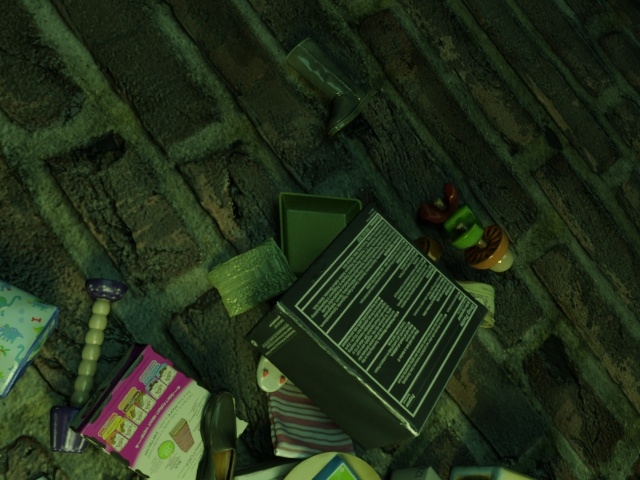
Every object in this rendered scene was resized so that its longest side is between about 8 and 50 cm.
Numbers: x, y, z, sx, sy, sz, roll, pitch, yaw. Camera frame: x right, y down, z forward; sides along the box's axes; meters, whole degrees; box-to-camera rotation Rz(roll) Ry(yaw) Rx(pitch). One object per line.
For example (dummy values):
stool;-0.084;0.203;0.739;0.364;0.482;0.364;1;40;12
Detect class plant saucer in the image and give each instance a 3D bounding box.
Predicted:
plant saucer;0.000;0.000;1.155;0.189;0.045;0.188;4;70;-21

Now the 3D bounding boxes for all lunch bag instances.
lunch bag;-0.503;0.150;0.860;0.129;0.096;0.151;29;53;-12

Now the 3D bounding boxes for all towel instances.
towel;-0.021;0.306;0.982;0.144;0.029;0.197;13;26;-17
towel;-0.129;0.071;1.060;0.148;0.027;0.110;-28;85;-5

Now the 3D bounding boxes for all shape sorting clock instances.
shape sorting clock;0.015;0.442;0.879;0.206;0.040;0.206;3;81;-22

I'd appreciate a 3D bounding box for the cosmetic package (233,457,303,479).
cosmetic package;-0.055;0.525;0.906;0.160;0.113;0.309;-3;72;-25

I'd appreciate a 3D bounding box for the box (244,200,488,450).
box;0.083;0.147;0.973;0.294;0.182;0.296;43;53;2

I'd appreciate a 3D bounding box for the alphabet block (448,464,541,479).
alphabet block;0.351;0.536;1.017;0.197;0.193;0.192;23;66;-6

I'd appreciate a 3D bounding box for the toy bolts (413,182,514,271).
toy bolts;0.303;0.008;1.237;0.158;0.218;0.228;37;28;-22

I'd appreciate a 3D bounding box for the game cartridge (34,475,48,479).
game cartridge;-0.442;0.403;0.841;0.056;0.017;0.083;45;61;2

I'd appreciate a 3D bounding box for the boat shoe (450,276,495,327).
boat shoe;0.259;0.131;1.184;0.285;0.104;0.089;7;67;-21

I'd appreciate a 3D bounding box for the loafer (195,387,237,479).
loafer;-0.153;0.322;0.877;0.062;0.061;0.169;9;80;-39

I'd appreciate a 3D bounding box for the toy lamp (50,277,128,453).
toy lamp;-0.380;0.201;0.906;0.080;0.080;0.274;12;65;-19

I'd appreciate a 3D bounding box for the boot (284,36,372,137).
boot;0.004;-0.353;1.267;0.208;0.076;0.189;45;47;-11

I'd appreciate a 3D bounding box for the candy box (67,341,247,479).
candy box;-0.251;0.295;0.888;0.233;0.071;0.159;48;59;-24

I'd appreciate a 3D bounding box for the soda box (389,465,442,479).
soda box;0.146;0.534;0.939;0.098;0.091;0.286;51;39;-17

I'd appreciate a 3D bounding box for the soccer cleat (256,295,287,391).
soccer cleat;-0.076;0.189;1.036;0.068;0.076;0.196;27;60;-20
